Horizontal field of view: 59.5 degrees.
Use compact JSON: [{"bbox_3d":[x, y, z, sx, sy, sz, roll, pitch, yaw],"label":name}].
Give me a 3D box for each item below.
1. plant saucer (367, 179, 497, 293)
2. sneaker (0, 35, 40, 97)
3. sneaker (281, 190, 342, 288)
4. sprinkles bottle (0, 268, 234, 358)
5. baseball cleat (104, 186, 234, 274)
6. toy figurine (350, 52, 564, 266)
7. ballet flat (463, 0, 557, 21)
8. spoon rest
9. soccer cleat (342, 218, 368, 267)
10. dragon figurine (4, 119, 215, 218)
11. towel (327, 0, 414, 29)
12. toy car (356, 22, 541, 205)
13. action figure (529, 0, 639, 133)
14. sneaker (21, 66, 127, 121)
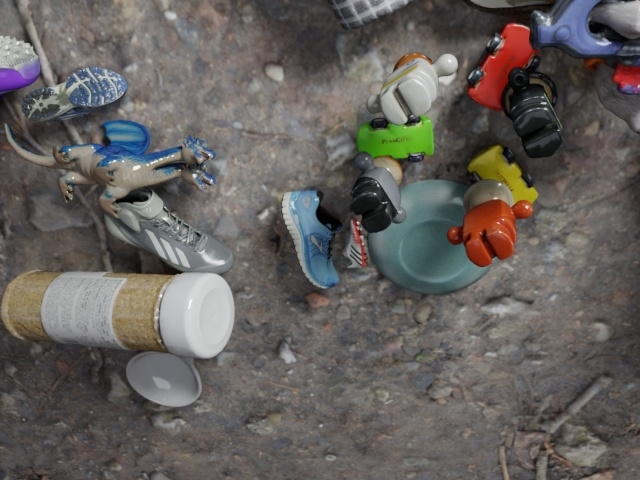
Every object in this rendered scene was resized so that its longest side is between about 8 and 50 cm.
[{"bbox_3d":[0.164,0.008,0.806,0.195,0.037,0.195,4,121,7],"label":"plant saucer"},{"bbox_3d":[-0.489,-0.184,0.760,0.293,0.102,0.146,-2,122,16],"label":"sneaker"},{"bbox_3d":[0.000,0.000,0.812,0.073,0.063,0.162,-15,117,13],"label":"sneaker"},{"bbox_3d":[-0.310,0.105,0.846,0.355,0.121,0.121,0,121,22],"label":"sprinkles bottle"},{"bbox_3d":[-0.222,-0.013,0.820,0.206,0.072,0.109,19,142,-3],"label":"baseball cleat"},{"bbox_3d":[0.147,-0.099,0.628,0.210,0.148,0.213,15,123,7],"label":"toy figurine"},{"bbox_3d":[0.272,-0.269,0.623,0.250,0.058,0.084,9,111,-3],"label":"ballet flat"},{"bbox_3d":[-0.243,0.193,0.949,0.137,0.084,0.276,27,120,-8],"label":"spoon rest"},{"bbox_3d":[0.048,0.007,0.828,0.036,0.029,0.083,-9,123,9],"label":"soccer cleat"},{"bbox_3d":[-0.283,-0.112,0.773,0.289,0.144,0.085,16,125,22],"label":"dragon figurine"},{"bbox_3d":[0.092,-0.370,0.529,0.284,0.121,0.235,-24,124,20],"label":"towel"},{"bbox_3d":[0.159,-0.142,0.710,0.225,0.053,0.239,-4,119,11],"label":"toy car"},{"bbox_3d":[0.366,-0.262,0.516,0.341,0.178,0.330,8,118,-1],"label":"action figure"},{"bbox_3d":[-0.326,-0.194,0.757,0.135,0.058,0.052,-16,93,-5],"label":"sneaker"}]
